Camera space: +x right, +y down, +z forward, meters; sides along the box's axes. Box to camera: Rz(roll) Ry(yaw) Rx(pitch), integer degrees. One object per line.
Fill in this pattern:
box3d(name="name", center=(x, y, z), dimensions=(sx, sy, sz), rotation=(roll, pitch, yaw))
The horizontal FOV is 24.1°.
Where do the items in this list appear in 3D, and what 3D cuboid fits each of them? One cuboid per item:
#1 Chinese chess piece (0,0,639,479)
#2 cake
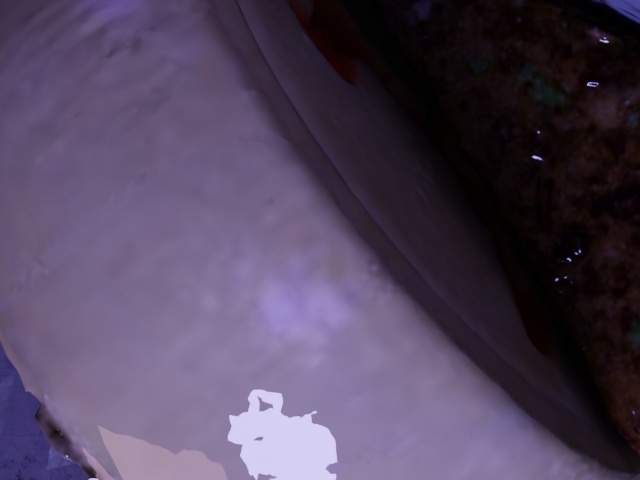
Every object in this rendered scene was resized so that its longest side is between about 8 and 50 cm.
box3d(name="Chinese chess piece", center=(0.000, 0.000, 0.616), dimensions=(0.338, 0.140, 0.338), rotation=(46, -160, -23))
box3d(name="cake", center=(0.093, -0.015, 0.576), dimensions=(0.246, 0.135, 0.112), rotation=(30, -174, 13))
